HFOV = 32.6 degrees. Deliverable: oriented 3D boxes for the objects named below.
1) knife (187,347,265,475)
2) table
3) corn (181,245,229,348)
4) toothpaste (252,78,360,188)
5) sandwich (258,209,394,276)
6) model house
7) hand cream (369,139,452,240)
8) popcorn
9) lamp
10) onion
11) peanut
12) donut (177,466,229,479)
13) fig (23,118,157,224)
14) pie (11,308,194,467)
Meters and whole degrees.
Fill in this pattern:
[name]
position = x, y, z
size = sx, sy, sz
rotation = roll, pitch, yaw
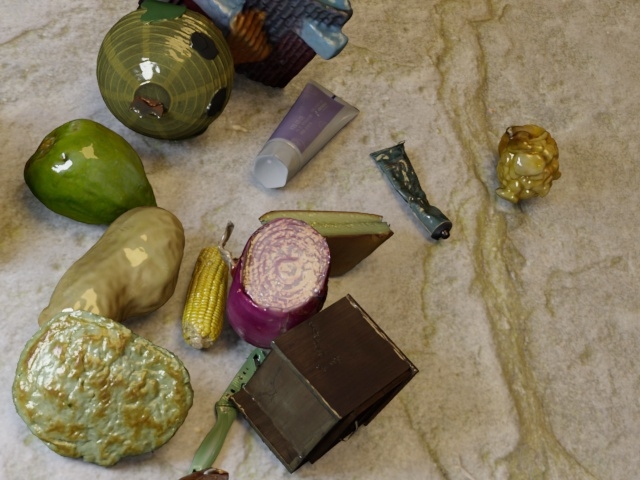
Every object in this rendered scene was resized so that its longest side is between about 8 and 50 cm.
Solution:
[knife]
position = -0.146, 0.267, 1.681
size = 0.043, 0.020, 0.293
rotation = 33, 42, -2
[table]
position = 0.005, 0.224, 1.682
size = 0.172, 0.169, 0.193
rotation = 48, 41, 14
[corn]
position = -0.186, 0.092, 1.783
size = 0.067, 0.067, 0.206
rotation = 18, 45, -14
[toothpaste]
position = -0.027, -0.218, 2.154
size = 0.125, 0.080, 0.371
rotation = 32, 38, 1
[sandwich]
position = 0.000, 0.000, 1.953
size = 0.258, 0.096, 0.094
rotation = 1, 45, -27
[model house]
position = -0.132, -0.433, 2.121
size = 0.339, 0.360, 0.297
rotation = 44, 56, -6
[hand cream]
position = 0.190, -0.100, 2.177
size = 0.075, 0.052, 0.248
rotation = -7, 55, -35
[popcorn]
position = 0.438, -0.161, 2.298
size = 0.140, 0.163, 0.194
rotation = 2, 9, 5
[lamp]
position = -0.281, -0.289, 1.936
size = 0.250, 0.250, 0.284
rotation = 25, 31, -7
[onion]
position = -0.071, 0.079, 1.778
size = 0.201, 0.200, 0.207
rotation = 3, 51, -27
[peanut]
position = -0.307, 0.063, 1.693
size = 0.148, 0.147, 0.319
rotation = 34, 45, 2
[donut]
position = -0.139, 0.434, 1.478
size = 0.230, 0.096, 0.216
rotation = 31, 46, -1
[fig]
position = -0.364, -0.106, 1.799
size = 0.234, 0.167, 0.167
rotation = 18, 44, -4
[pie]
position = -0.313, 0.214, 1.552
size = 0.248, 0.090, 0.201
rotation = 31, 86, -10
